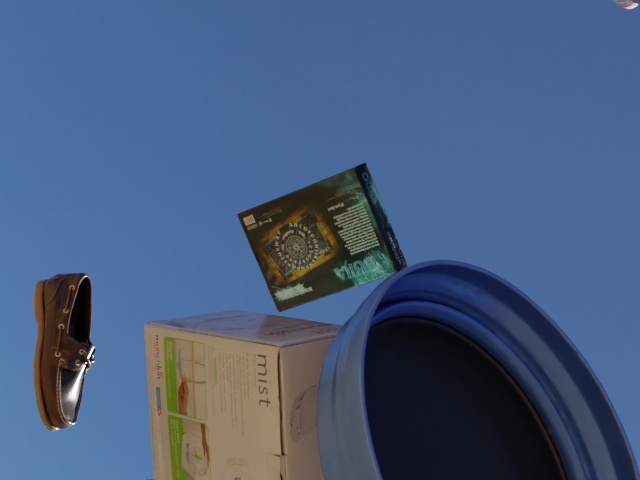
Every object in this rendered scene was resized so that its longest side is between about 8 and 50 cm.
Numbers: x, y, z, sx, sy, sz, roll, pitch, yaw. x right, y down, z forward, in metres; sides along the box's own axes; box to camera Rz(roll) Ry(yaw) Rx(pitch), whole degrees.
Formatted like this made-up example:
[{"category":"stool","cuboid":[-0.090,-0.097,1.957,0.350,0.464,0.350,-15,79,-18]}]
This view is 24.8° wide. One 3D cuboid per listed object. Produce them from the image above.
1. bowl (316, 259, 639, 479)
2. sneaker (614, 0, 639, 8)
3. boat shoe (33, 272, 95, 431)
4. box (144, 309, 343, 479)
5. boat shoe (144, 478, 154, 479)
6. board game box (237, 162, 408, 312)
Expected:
[{"category":"bowl","cuboid":[0.152,0.207,1.332,0.077,0.391,0.391,-33,-96,37]},{"category":"sneaker","cuboid":[0.353,-0.301,1.672,0.158,0.065,0.061,158,-55,-81]},{"category":"boat shoe","cuboid":[-0.326,0.139,1.869,0.073,0.073,0.207,46,36,-67]},{"category":"box","cuboid":[-0.063,0.213,1.478,0.231,0.126,0.262,3,-82,49]},{"category":"boat shoe","cuboid":[-0.174,0.311,1.611,0.035,0.035,0.100,109,-26,-58]},{"category":"board game box","cuboid":[0.000,0.000,1.624,0.186,0.026,0.126,-19,-86,40]}]
